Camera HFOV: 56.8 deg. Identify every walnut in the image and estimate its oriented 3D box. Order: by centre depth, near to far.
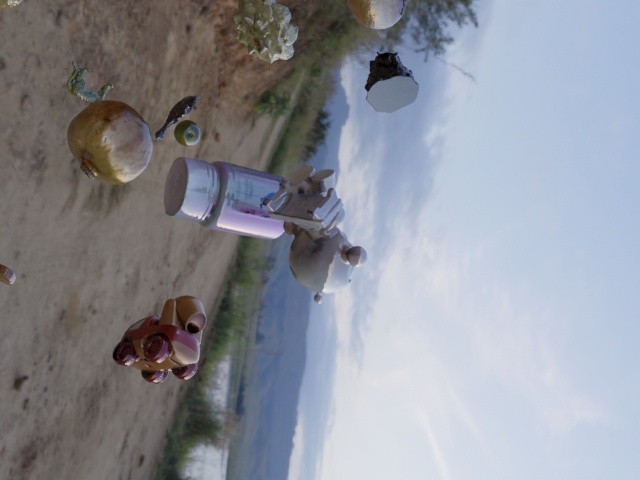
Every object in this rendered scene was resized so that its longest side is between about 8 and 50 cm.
[{"bbox_3d":[0.156,-0.743,1.714,0.298,0.203,0.203,54,37,-67],"label":"walnut"}]

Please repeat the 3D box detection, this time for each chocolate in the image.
[{"bbox_3d":[0.190,-0.453,1.627,0.156,0.156,0.133,106,-20,-63],"label":"chocolate"}]

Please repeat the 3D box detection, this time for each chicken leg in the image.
[{"bbox_3d":[-0.576,-0.497,2.371,0.253,0.051,0.106,-38,-143,23],"label":"chicken leg"}]

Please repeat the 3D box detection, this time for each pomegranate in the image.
[{"bbox_3d":[-0.589,-0.271,1.664,0.248,0.248,0.248,-175,-90,-84],"label":"pomegranate"}]

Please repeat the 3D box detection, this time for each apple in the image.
[{"bbox_3d":[-0.448,-0.361,1.999,0.074,0.090,0.089,34,-58,56],"label":"apple"}]

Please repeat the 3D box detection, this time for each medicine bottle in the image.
[{"bbox_3d":[-0.196,-0.092,1.284,0.152,0.255,0.151,-22,-117,50],"label":"medicine bottle"}]

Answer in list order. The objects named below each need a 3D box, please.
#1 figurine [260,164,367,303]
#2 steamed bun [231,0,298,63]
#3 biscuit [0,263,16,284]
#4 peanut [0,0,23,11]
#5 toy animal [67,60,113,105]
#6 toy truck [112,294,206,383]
[{"bbox_3d":[0.000,0.007,1.082,0.144,0.182,0.256,-67,147,-46],"label":"figurine"},{"bbox_3d":[-0.240,-0.827,2.316,0.137,0.292,0.295,-52,166,-34],"label":"steamed bun"},{"bbox_3d":[-1.094,0.059,1.843,0.047,0.334,0.202,-59,141,-29],"label":"biscuit"},{"bbox_3d":[-0.812,-0.604,1.460,0.089,0.193,0.089,40,44,-55],"label":"peanut"},{"bbox_3d":[-0.801,-0.509,2.025,0.181,0.073,0.136,36,73,-50],"label":"toy animal"},{"bbox_3d":[-0.470,0.289,1.792,0.189,0.265,0.239,51,35,-45],"label":"toy truck"}]
